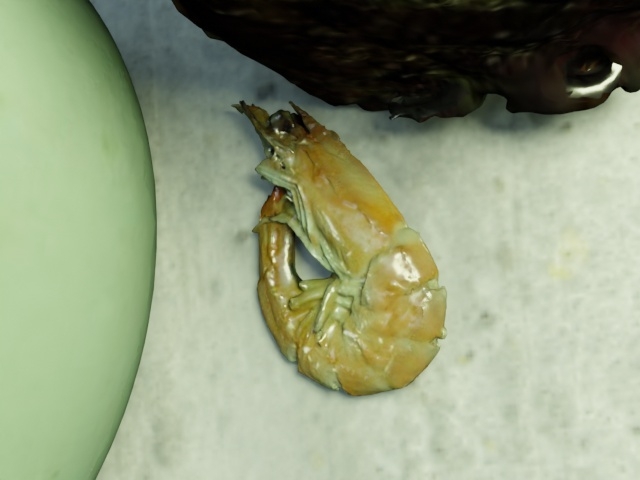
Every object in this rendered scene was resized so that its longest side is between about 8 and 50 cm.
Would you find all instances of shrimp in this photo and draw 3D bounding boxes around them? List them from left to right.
[{"bbox_3d":[0.000,0.000,0.542,0.099,0.041,0.180,-36,74,24],"label":"shrimp"}]

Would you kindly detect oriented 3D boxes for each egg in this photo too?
[{"bbox_3d":[-0.221,0.033,0.471,0.276,0.276,0.389,21,87,18],"label":"egg"}]

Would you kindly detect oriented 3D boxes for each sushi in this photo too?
[{"bbox_3d":[0.047,-0.217,0.422,0.281,0.294,0.299,16,85,21],"label":"sushi"}]
